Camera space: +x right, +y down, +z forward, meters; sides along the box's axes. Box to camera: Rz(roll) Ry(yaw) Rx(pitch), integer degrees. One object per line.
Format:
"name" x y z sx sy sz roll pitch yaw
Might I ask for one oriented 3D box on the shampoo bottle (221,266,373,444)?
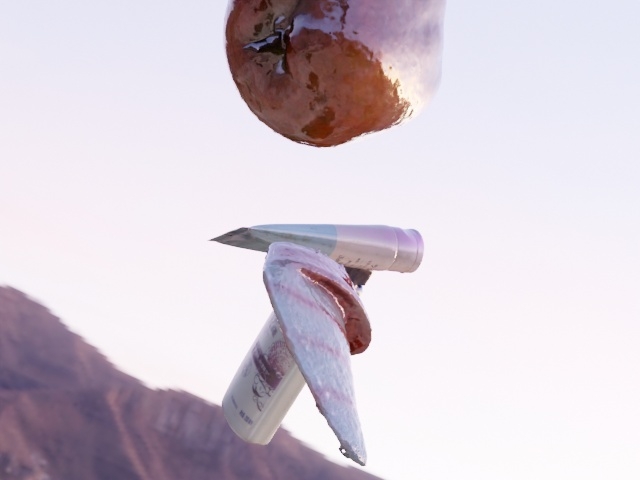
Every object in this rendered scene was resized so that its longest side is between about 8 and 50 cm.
"shampoo bottle" -0.041 0.148 2.004 0.078 0.359 0.134 15 25 -37

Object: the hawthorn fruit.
"hawthorn fruit" 0.009 -0.236 1.510 0.268 0.267 0.301 14 26 30

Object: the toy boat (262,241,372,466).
"toy boat" 0.001 0.135 1.503 0.096 0.282 0.206 -28 -45 19

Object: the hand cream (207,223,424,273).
"hand cream" 0.000 0.000 1.811 0.312 0.070 0.111 8 -12 -31
